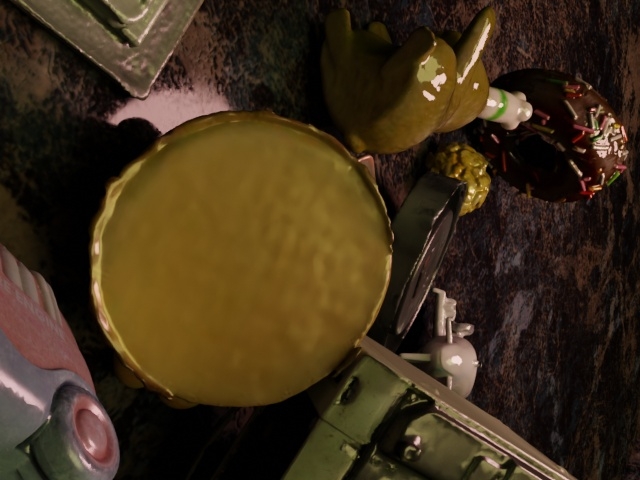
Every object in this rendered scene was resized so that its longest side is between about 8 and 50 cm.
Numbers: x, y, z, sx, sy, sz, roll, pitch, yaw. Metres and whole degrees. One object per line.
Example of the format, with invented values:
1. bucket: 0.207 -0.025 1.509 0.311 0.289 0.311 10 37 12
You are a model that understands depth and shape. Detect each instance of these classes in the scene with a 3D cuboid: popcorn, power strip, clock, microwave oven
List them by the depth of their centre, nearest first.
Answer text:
1. power strip: -0.172 -0.263 0.619 0.198 0.065 0.213 38 70 -45
2. microwave oven: 0.032 0.326 0.710 0.333 0.247 0.394 34 88 -17
3. clock: 0.124 0.035 0.958 0.280 0.055 0.280 -57 163 -29
4. popcorn: 0.214 -0.095 1.097 0.116 0.120 0.106 -27 161 -17

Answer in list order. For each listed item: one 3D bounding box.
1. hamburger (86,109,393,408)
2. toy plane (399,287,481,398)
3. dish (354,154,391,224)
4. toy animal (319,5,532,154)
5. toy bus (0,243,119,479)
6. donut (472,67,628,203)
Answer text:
1. hamburger: -0.085 0.031 0.659 0.261 0.186 0.302 20 87 -12
2. toy plane: 0.190 0.200 1.080 0.252 0.118 0.252 1 90 -79
3. dish: 0.000 0.000 0.873 0.212 0.077 0.151 -47 133 -34
4. toy animal: 0.150 -0.222 0.929 0.363 0.181 0.180 -23 119 -49
5. toy bus: -0.279 0.071 0.453 0.197 0.231 0.294 -27 135 3
6. donut: 0.376 -0.167 1.153 0.103 0.270 0.269 -46 131 -20
